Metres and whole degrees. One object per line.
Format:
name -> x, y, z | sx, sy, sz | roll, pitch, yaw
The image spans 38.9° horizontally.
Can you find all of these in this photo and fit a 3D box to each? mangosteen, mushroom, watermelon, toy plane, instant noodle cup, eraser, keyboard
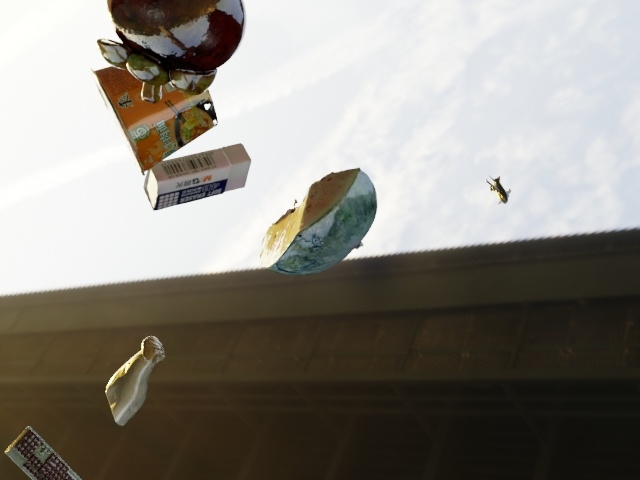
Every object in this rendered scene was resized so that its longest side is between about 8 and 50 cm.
mangosteen -> -0.189, -0.269, 1.142 | 0.200, 0.200, 0.199 | -23, -144, 18
mushroom -> -0.435, 0.329, 2.145 | 0.225, 0.093, 0.116 | -56, -155, 8
watermelon -> 0.006, 0.002, 1.935 | 0.322, 0.175, 0.188 | -44, -156, 48
toy plane -> 0.398, -0.110, 2.011 | 0.031, 0.079, 0.083 | -45, -141, 35
instant noodle cup -> -0.318, -0.266, 1.769 | 0.182, 0.230, 0.230 | -28, -148, -11
eraser -> -0.336, -0.177, 2.494 | 0.287, 0.130, 0.086 | -17, -117, -27
keyboard -> -0.403, 0.355, 1.363 | 0.017, 0.166, 0.055 | -2, -140, 48
